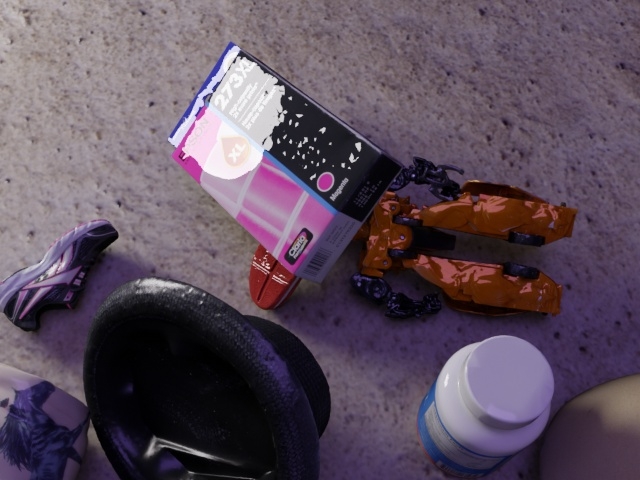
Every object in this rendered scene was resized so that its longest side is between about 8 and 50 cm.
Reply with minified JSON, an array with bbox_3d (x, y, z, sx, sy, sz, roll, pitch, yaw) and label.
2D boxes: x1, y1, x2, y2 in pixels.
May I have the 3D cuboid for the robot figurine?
[{"bbox_3d":[0.175,0.006,1.018,0.291,0.085,0.211,9,93,1],"label":"robot figurine"}]

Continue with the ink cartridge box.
[{"bbox_3d":[-0.077,-0.121,1.001,0.371,0.069,0.176,42,102,37],"label":"ink cartridge box"}]

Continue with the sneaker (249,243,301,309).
[{"bbox_3d":[0.000,0.000,1.034,0.087,0.128,0.221,35,100,40],"label":"sneaker"}]

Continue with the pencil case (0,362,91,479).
[{"bbox_3d":[-0.365,0.325,0.792,0.183,0.160,0.410,-15,52,37],"label":"pencil case"}]

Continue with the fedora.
[{"bbox_3d":[-0.110,0.176,0.875,0.334,0.334,0.152,47,33,18],"label":"fedora"}]

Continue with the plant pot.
[{"bbox_3d":[0.410,0.253,0.831,0.284,0.191,0.284,11,53,-14],"label":"plant pot"}]

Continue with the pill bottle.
[{"bbox_3d":[0.184,0.186,0.871,0.124,0.221,0.124,2,63,-3],"label":"pill bottle"}]

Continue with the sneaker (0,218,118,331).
[{"bbox_3d":[-0.328,0.050,1.003,0.178,0.072,0.077,-41,84,-13],"label":"sneaker"}]
